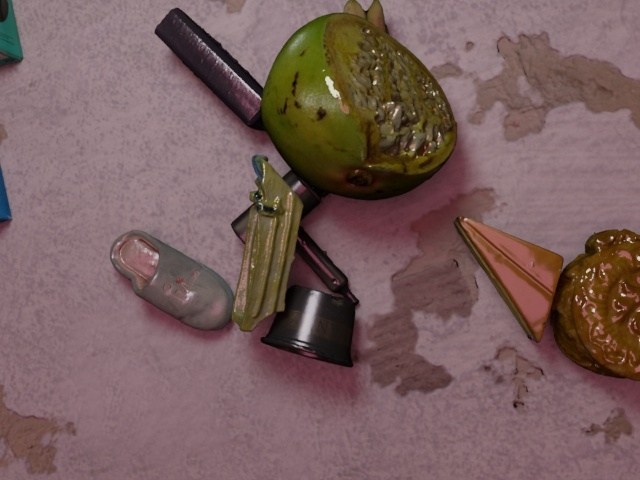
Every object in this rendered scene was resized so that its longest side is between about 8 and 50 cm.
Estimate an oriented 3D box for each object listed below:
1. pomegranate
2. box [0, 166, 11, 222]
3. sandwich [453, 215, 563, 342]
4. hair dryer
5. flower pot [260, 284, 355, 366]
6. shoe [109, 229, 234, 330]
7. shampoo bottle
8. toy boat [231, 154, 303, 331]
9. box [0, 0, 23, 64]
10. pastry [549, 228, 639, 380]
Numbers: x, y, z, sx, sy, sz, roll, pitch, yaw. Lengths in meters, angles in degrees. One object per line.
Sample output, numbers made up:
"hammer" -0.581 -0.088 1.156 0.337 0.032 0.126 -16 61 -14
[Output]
"pomegranate" 0.043 -0.217 1.184 0.216 0.310 0.358 -41 40 39
"box" -0.678 -0.082 1.353 0.194 0.073 0.139 -14 87 8
"sandwich" 0.280 0.060 1.193 0.187 0.117 0.144 22 89 7
"hair dryer" 0.000 0.000 1.268 0.196 0.078 0.248 -41 93 5
"flower pot" -0.010 0.138 1.222 0.158 0.157 0.106 14 80 8
"shoe" -0.264 0.067 1.280 0.251 0.100 0.103 31 92 10
"shampoo bottle" -0.145 -0.265 1.270 0.309 0.098 0.071 44 95 7
"toy boat" -0.082 0.006 1.177 0.084 0.111 0.276 6 96 -16
"box" -0.682 -0.460 1.342 0.205 0.118 0.311 -12 87 6
"pastry" 0.481 0.102 1.169 0.240 0.132 0.235 -7 79 1
